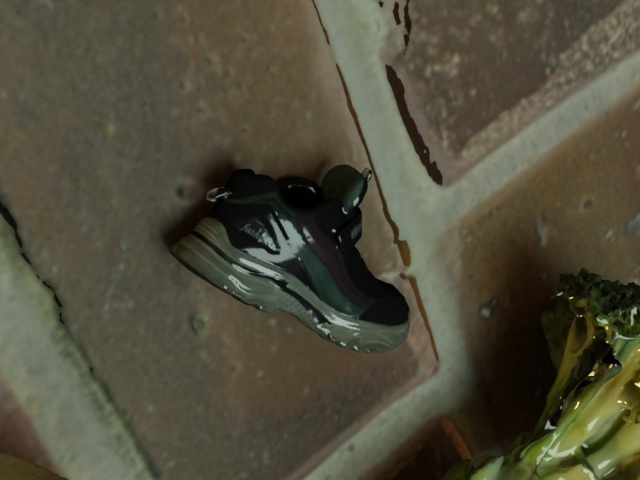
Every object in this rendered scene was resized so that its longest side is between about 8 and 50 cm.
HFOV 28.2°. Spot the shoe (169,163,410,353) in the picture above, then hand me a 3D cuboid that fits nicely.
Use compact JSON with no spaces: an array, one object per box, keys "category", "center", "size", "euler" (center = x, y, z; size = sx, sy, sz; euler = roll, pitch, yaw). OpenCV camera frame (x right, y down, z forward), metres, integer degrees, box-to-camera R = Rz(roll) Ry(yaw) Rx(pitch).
[{"category":"shoe","center":[0.000,0.000,0.737],"size":[0.169,0.071,0.099],"euler":[23,93,-37]}]

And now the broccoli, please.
[{"category":"broccoli","center":[0.142,0.208,0.865],"size":[0.361,0.221,0.252],"euler":[-45,124,3]}]

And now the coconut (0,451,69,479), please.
[{"category":"coconut","center":[-0.192,0.241,0.598],"size":[0.237,0.237,0.266],"euler":[6,100,-38]}]
